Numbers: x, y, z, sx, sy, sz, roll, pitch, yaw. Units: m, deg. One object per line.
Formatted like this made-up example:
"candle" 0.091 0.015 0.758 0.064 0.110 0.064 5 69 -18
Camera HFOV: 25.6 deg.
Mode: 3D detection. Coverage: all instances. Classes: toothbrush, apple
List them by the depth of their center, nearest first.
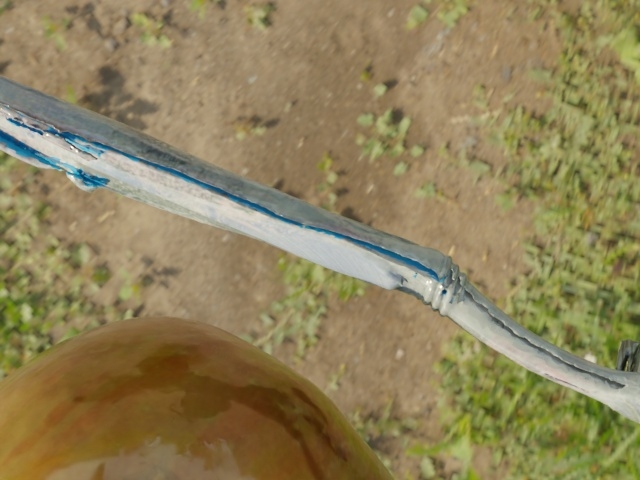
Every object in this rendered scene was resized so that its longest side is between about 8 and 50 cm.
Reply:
"toothbrush" 0.000 0.000 0.607 0.413 0.042 0.035 22 146 3
"apple" -0.083 0.168 0.657 0.242 0.241 0.242 38 157 19
